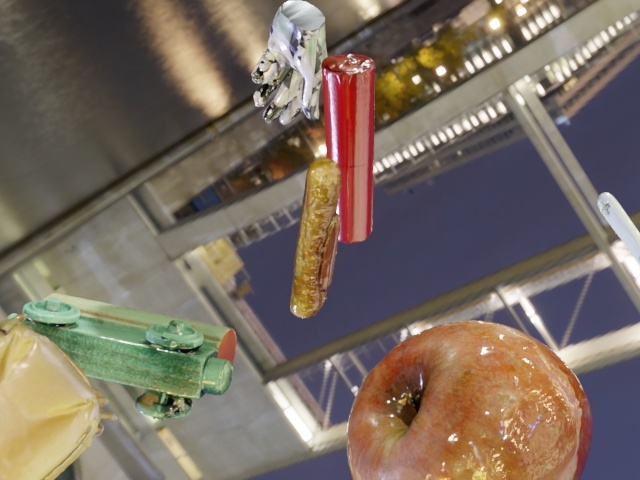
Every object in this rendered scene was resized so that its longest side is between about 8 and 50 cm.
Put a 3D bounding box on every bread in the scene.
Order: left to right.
[{"bbox_3d":[-0.300,0.177,0.700,0.241,0.136,0.107,-42,-177,-17],"label":"bread"}]

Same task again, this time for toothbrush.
[{"bbox_3d":[0.440,0.096,0.984,0.040,0.386,0.040,-24,157,-11],"label":"toothbrush"}]

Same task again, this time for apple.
[{"bbox_3d":[0.159,0.206,0.887,0.254,0.253,0.253,-34,-172,6],"label":"apple"}]

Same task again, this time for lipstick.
[{"bbox_3d":[0.042,-0.126,1.206,0.073,0.279,0.073,-1,-144,1],"label":"lipstick"}]

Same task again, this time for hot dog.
[{"bbox_3d":[0.000,0.000,1.066,0.047,0.215,0.066,16,-155,16],"label":"hot dog"}]

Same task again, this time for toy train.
[{"bbox_3d":[-0.235,0.130,1.042,0.286,0.116,0.177,9,-172,9],"label":"toy train"}]

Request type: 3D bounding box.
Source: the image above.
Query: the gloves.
[{"bbox_3d":[-0.042,-0.287,1.437,0.212,0.128,0.111,102,10,-53],"label":"gloves"}]
